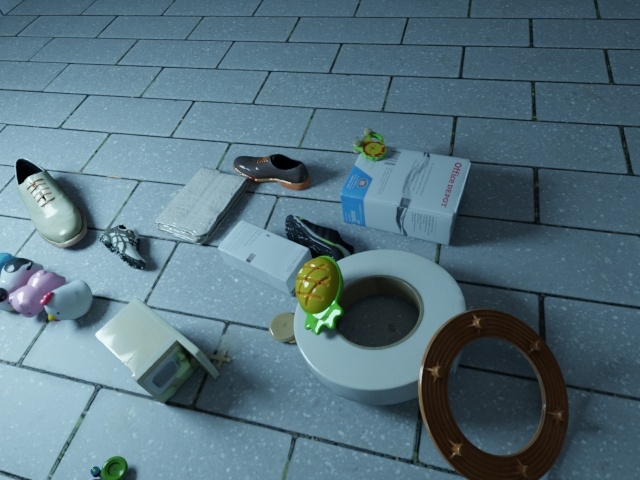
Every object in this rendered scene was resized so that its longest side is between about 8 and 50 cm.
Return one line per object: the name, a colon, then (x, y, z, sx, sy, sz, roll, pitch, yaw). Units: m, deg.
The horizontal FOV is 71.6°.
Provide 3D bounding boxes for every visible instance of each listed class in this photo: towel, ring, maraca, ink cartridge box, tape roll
towel: (-0.365, -0.117, 1.372, 0.187, 0.049, 0.282, 17, 57, 19)
ring: (0.347, 0.297, 0.858, 0.337, 0.032, 0.336, 6, 71, -16)
maraca: (0.000, 0.119, 0.997, 0.127, 0.099, 0.185, -31, 49, 30)
ink cartridge box: (0.240, -0.137, 1.245, 0.308, 0.129, 0.223, 14, 55, 19)
tape roll: (0.133, 0.179, 1.013, 0.392, 0.072, 0.392, -10, 42, 9)

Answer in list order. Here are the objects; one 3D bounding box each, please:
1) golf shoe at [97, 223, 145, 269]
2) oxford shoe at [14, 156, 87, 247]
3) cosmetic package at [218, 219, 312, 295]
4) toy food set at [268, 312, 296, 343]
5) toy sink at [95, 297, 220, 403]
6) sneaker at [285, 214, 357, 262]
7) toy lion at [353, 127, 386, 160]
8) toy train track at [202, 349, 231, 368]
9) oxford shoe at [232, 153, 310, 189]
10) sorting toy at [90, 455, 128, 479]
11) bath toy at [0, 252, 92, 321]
golf shoe: (-0.559, 0.010, 1.287, 0.198, 0.077, 0.094, 31, 63, 26)
oxford shoe: (-0.866, -0.121, 1.386, 0.140, 0.146, 0.397, -40, 58, -21)
cosmetic package: (-0.146, 0.044, 1.195, 0.231, 0.085, 0.117, 21, 59, 24)
toy food set: (-0.086, 0.214, 1.095, 0.083, 0.020, 0.082, -1, 52, 8)
toy sink: (-0.371, 0.269, 1.013, 0.234, 0.152, 0.131, 29, 62, 26)
sneaker: (0.000, 0.000, 1.227, 0.097, 0.084, 0.235, -24, 50, -40)
toy lion: (0.148, -0.270, 1.266, 0.096, 0.034, 0.100, 26, 59, 19)
toy train track: (-0.256, 0.281, 1.073, 0.083, 0.014, 0.048, 8, 54, 15)
oxford shoe: (-0.161, -0.241, 1.405, 0.272, 0.098, 0.096, 13, 56, 18)
sorting toy: (-0.452, 0.499, 0.925, 0.061, 0.042, 0.102, 37, 53, 13)
bath toy: (-0.783, 0.136, 1.192, 0.348, 0.129, 0.151, 14, 90, 19)
